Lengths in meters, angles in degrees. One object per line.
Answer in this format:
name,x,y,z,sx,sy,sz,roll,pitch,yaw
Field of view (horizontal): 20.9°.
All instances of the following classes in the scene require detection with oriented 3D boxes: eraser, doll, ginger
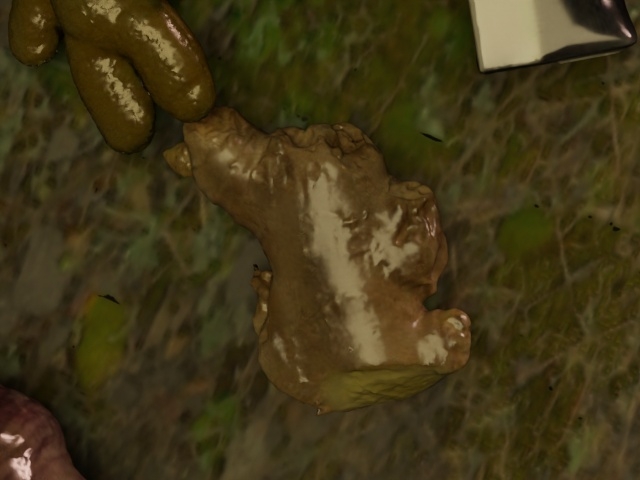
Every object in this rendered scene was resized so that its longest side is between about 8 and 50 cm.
eraser,0.102,-0.301,0.986,0.096,0.098,0.404,-8,93,6
doll,-0.127,-0.158,1.024,0.137,0.097,0.209,-19,96,40
ginger,0.005,-0.001,1.033,0.137,0.074,0.213,-26,86,6

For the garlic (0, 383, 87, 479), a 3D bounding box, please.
garlic,-0.241,0.194,1.021,0.245,0.160,0.245,0,96,5
